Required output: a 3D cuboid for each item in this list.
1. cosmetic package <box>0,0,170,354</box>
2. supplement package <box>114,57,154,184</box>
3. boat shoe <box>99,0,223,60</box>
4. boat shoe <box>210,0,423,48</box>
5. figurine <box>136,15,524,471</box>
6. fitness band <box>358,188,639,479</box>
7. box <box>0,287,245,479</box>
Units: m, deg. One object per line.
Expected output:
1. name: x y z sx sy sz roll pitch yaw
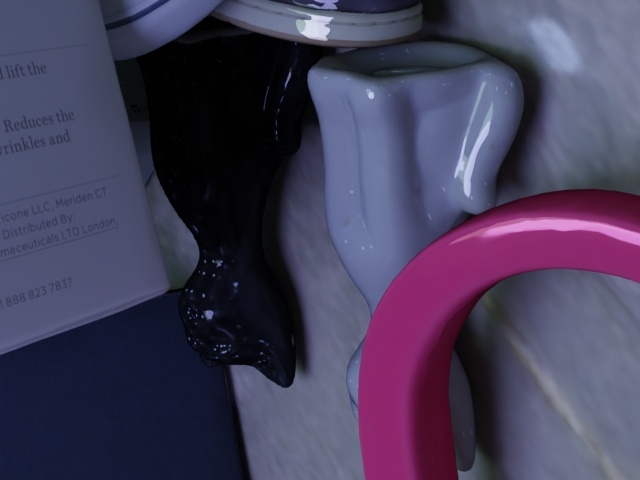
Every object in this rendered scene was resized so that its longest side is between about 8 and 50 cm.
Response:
1. cosmetic package: -0.224 -0.133 0.511 0.217 0.156 0.384 -11 97 39
2. supplement package: -0.234 -0.094 0.776 0.203 0.194 0.149 57 132 23
3. boat shoe: -0.046 -0.201 0.540 0.095 0.084 0.258 27 83 21
4. boat shoe: -0.050 -0.185 0.632 0.285 0.103 0.092 43 132 40
5. figurine: 0.000 0.000 0.637 0.215 0.092 0.209 20 120 42
6. fitness band: 0.116 0.122 0.515 0.209 0.054 0.290 3 108 38
7. box: -0.241 0.203 0.832 0.395 0.212 0.293 -10 90 48
